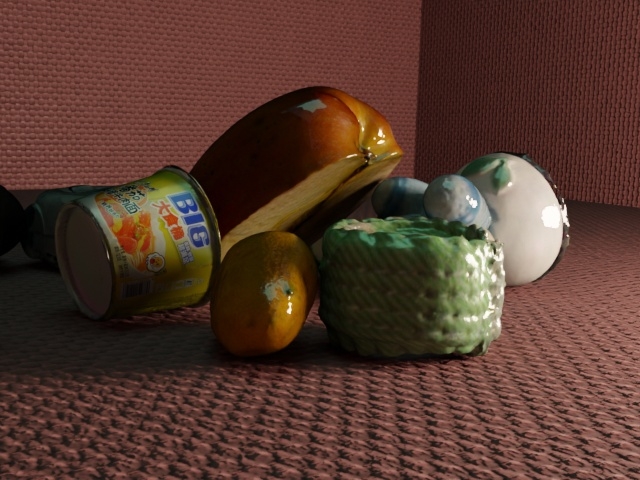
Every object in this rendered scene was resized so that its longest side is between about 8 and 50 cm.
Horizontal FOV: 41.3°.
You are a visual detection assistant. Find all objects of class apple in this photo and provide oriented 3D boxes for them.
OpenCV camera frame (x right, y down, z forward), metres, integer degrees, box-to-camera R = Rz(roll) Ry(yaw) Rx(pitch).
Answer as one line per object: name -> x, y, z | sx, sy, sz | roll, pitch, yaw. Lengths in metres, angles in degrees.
apple -> -0.051, -0.064, 1.279 | 0.295, 0.365, 0.328 | 34, 32, -24

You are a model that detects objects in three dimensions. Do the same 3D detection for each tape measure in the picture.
tape measure -> -0.386, -0.030, 1.509 | 0.275, 0.147, 0.256 | 3, 9, 17

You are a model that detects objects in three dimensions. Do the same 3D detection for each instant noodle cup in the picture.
instant noodle cup -> -0.245, 0.015, 1.118 | 0.153, 0.205, 0.205 | -18, 19, -39

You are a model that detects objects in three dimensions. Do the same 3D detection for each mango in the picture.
mango -> -0.065, 0.059, 0.962 | 0.109, 0.147, 0.227 | 44, 0, -14

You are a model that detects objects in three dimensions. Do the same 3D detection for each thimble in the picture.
thimble -> 0.106, 0.053, 1.001 | 0.219, 0.150, 0.219 | 1, 7, 0

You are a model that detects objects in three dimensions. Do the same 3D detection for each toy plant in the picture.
toy plant -> 0.198, -0.009, 1.318 | 0.332, 0.247, 0.247 | -13, 15, -38

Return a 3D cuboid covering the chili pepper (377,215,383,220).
chili pepper -> 0.211, -0.014, 1.703 | 0.144, 0.136, 0.253 | -24, -8, 16

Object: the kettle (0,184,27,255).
kettle -> -0.623, -0.022, 1.383 | 0.271, 0.250, 0.207 | 6, 36, -23

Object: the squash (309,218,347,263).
squash -> 0.000, 0.000, 1.607 | 0.095, 0.095, 0.188 | -1, 3, -17
